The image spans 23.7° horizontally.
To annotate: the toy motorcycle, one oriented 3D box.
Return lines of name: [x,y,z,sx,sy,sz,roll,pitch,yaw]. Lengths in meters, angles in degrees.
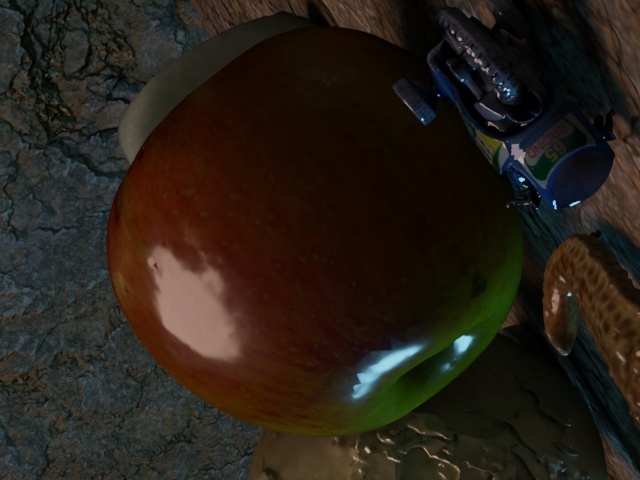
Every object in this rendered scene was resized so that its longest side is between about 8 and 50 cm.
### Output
toy motorcycle: [0.121,-0.077,0.952,0.135,0.092,0.254,49,-176,5]

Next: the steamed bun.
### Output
steamed bun: [0.105,0.195,1.437,0.312,0.333,0.233,-85,5,-55]

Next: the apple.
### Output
apple: [0.000,0.000,1.264,0.340,0.339,0.339,58,176,7]

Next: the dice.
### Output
dice: [-0.059,-0.081,1.761,0.262,0.268,0.265,57,175,15]

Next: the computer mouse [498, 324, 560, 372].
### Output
computer mouse: [0.220,0.195,1.678,0.159,0.097,0.288,59,177,19]

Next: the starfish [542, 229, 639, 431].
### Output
starfish: [0.287,0.186,1.007,0.432,0.082,0.324,56,173,-2]
